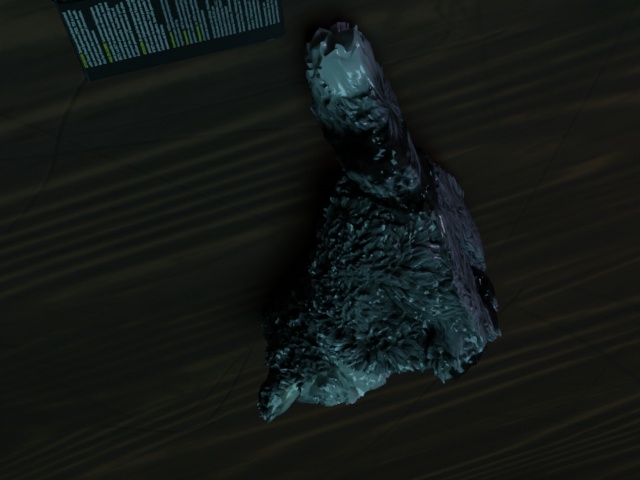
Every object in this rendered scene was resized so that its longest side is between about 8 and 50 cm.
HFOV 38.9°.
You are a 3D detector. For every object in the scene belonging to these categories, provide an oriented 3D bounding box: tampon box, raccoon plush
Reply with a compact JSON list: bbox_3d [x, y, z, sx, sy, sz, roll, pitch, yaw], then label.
[{"bbox_3d":[-0.119,-0.213,0.689,0.161,0.120,0.101,-14,150,-5],"label":"tampon box"},{"bbox_3d":[0.000,0.000,0.996,0.299,0.216,0.446,-18,112,21],"label":"raccoon plush"}]

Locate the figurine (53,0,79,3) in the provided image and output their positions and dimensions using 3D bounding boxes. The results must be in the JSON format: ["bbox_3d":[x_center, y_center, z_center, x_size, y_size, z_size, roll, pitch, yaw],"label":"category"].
[{"bbox_3d":[-0.099,-0.273,0.597,0.209,0.215,0.092,-17,167,0],"label":"figurine"}]
